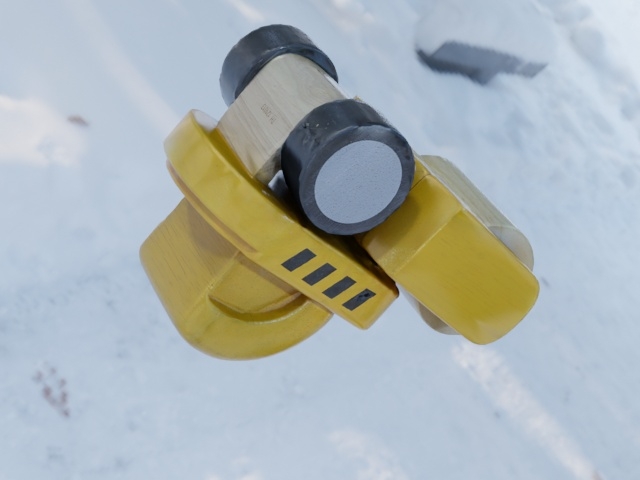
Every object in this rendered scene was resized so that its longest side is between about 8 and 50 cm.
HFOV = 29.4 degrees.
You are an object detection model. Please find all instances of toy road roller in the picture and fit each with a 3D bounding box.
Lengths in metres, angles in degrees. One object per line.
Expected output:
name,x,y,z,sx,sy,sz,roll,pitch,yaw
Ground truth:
toy road roller,0.000,0.000,1.036,0.329,0.240,0.202,35,12,-39
